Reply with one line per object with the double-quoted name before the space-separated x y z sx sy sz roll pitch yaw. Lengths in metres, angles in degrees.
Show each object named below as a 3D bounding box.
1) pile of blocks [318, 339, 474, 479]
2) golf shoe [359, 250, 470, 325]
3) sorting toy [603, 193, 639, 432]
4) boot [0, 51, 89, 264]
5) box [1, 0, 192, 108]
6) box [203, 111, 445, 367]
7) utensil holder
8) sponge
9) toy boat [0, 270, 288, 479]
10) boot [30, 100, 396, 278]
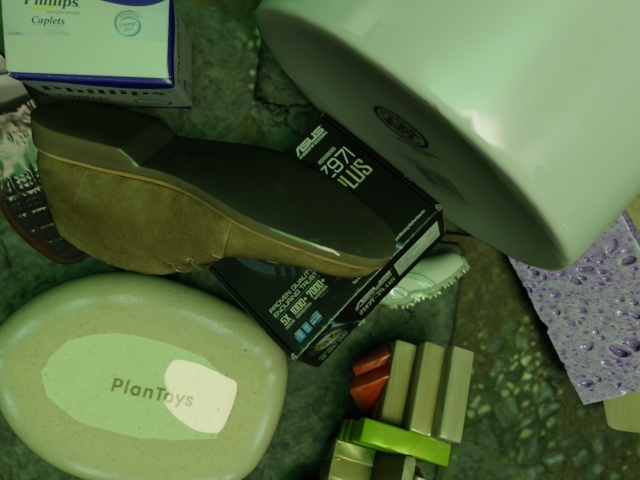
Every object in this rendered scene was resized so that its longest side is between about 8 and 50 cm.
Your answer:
"pile of blocks" 0.029 0.254 0.528 0.113 0.149 0.361 18 92 -7
"golf shoe" 0.061 0.030 0.560 0.176 0.069 0.085 -19 89 -5
"sorting toy" 0.398 0.051 0.518 0.256 0.089 0.256 -7 96 39
"boot" -0.276 -0.086 0.522 0.082 0.106 0.219 -24 124 -17
"box" -0.183 -0.162 0.485 0.126 0.137 0.072 1 94 -5
"box" 0.000 0.000 0.512 0.180 0.077 0.147 -45 67 -2
"utensil holder" 0.184 -0.217 0.426 0.328 0.327 0.385 41 91 -7
"sponge" 0.265 0.045 0.542 0.117 0.031 0.209 -31 82 38
"toy boat" -0.190 0.187 0.519 0.268 0.148 0.317 22 84 -11
"boot" -0.091 -0.019 0.462 0.306 0.112 0.115 19 119 9
